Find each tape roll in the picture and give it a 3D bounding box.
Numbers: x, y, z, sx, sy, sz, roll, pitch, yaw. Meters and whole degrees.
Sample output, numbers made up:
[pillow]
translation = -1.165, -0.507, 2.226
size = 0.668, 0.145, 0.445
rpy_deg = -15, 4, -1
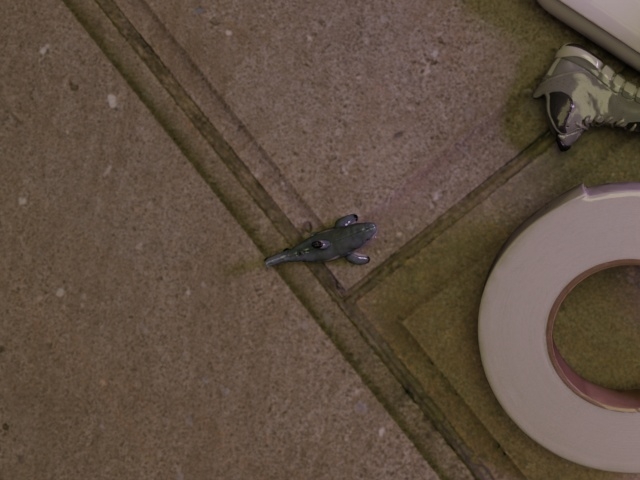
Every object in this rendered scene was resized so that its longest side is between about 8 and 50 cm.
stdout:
[tape roll]
translation = 0.402, 0.115, 1.278
size = 0.392, 0.072, 0.392
rpy_deg = 3, 104, 11

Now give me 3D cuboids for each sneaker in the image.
[sneaker]
translation = 0.397, -0.163, 1.357
size = 0.229, 0.086, 0.132
rpy_deg = 37, 93, 14

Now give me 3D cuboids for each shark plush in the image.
[shark plush]
translation = 0.000, 0.000, 1.362
size = 0.161, 0.067, 0.073
rpy_deg = -4, 86, 2

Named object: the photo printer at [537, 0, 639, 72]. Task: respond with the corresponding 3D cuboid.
[photo printer]
translation = 0.455, -0.378, 1.339
size = 0.307, 0.107, 0.256
rpy_deg = 34, 97, 4
